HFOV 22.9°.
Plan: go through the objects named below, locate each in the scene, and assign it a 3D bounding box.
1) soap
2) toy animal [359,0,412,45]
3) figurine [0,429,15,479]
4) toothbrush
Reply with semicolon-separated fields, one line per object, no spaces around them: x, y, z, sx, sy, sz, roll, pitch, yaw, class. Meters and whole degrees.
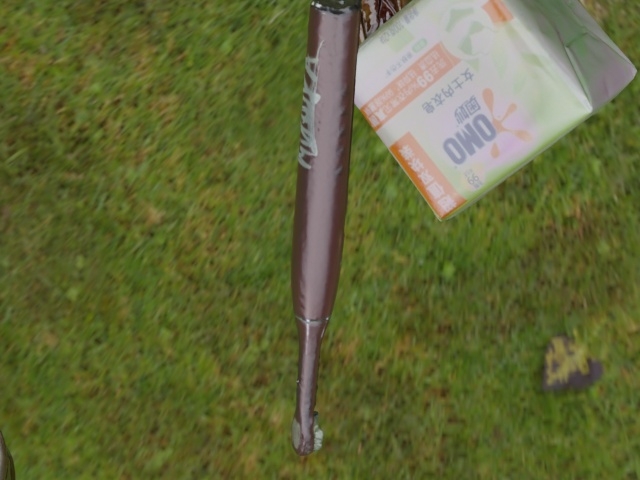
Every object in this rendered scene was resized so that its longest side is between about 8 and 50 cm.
0.148;-0.151;1.448;0.199;0.138;0.182;-38;90;32;soap
0.072;-0.220;1.659;0.089;0.188;0.179;-20;70;2;toy animal
-0.210;0.055;0.553;0.281;0.370;0.167;22;77;14;figurine
-0.001;0.000;1.146;0.041;0.041;0.364;6;114;4;toothbrush
